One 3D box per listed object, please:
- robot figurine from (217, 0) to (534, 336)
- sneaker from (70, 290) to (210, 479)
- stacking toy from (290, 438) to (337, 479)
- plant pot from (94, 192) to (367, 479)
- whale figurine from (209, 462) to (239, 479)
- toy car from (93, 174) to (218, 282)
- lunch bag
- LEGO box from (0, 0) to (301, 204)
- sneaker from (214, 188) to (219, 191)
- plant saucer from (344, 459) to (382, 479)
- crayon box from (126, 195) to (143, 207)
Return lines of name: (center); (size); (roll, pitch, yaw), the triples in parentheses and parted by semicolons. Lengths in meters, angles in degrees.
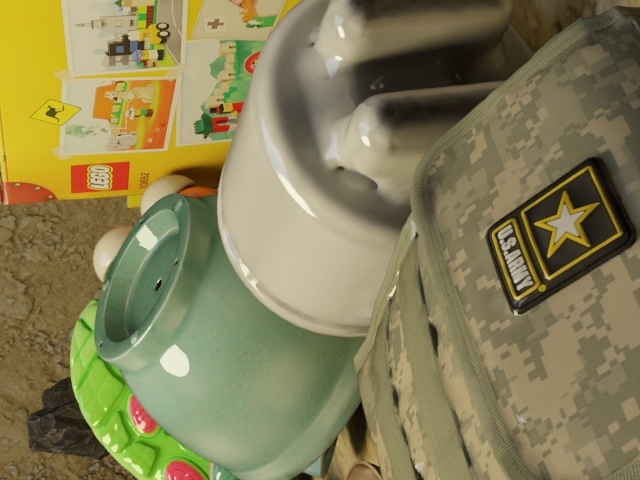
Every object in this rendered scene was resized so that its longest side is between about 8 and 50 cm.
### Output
robot figurine: (0.036, -0.048, 0.845); (0.353, 0.200, 0.299); (122, 142, -68)
sneaker: (-0.182, 0.276, 1.652); (0.482, 0.185, 0.202); (56, 173, 9)
stacking toy: (-0.001, 0.236, 1.414); (0.279, 0.130, 0.308); (-66, -17, -61)
plant pot: (-0.095, 0.070, 1.172); (0.293, 0.196, 0.293); (-40, 36, 38)
whale figurine: (-0.104, 0.168, 1.476); (0.141, 0.216, 0.272); (-7, 97, 42)
toy car: (-0.164, 0.016, 1.343); (0.159, 0.182, 0.136); (42, 176, 8)
lunch bag: (0.131, 0.057, 0.585); (0.235, 0.169, 0.287); (-104, 23, -43)
LEGO box: (-0.172, -0.245, 1.261); (0.500, 0.373, 0.193); (112, 150, -61)
sneaker: (-0.088, -0.073, 1.626); (0.262, 0.104, 0.125); (172, 116, -78)
plant saucer: (0.079, 0.363, 1.147); (0.310, 0.050, 0.310); (175, 90, -76)
crayon box: (-0.177, -0.192, 1.657); (0.081, 0.202, 0.318); (-109, 20, -44)
